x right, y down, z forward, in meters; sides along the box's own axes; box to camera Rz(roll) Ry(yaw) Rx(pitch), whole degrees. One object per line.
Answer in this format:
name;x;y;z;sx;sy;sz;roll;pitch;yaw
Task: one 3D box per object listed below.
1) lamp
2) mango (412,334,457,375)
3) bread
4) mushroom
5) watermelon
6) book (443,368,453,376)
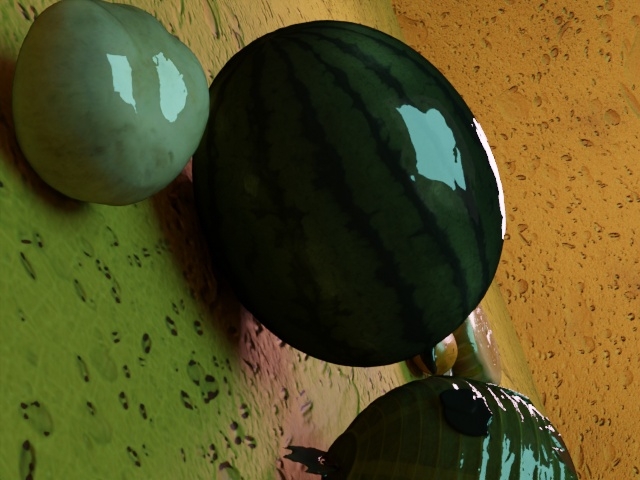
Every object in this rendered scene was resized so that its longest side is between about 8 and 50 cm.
lamp;0.099;0.235;0.927;0.284;0.250;0.250;23;30;-13
mango;0.184;0.170;1.623;0.190;0.075;0.098;-47;125;-81
bread;0.255;0.187;1.791;0.213;0.105;0.213;-18;90;-75
mushroom;-0.154;-0.100;0.703;0.154;0.123;0.154;-18;113;-48
watermelon;0.031;-0.031;0.940;0.359;0.279;0.279;59;17;-27
book;0.220;0.282;1.646;0.103;0.017;0.135;-73;153;-68
